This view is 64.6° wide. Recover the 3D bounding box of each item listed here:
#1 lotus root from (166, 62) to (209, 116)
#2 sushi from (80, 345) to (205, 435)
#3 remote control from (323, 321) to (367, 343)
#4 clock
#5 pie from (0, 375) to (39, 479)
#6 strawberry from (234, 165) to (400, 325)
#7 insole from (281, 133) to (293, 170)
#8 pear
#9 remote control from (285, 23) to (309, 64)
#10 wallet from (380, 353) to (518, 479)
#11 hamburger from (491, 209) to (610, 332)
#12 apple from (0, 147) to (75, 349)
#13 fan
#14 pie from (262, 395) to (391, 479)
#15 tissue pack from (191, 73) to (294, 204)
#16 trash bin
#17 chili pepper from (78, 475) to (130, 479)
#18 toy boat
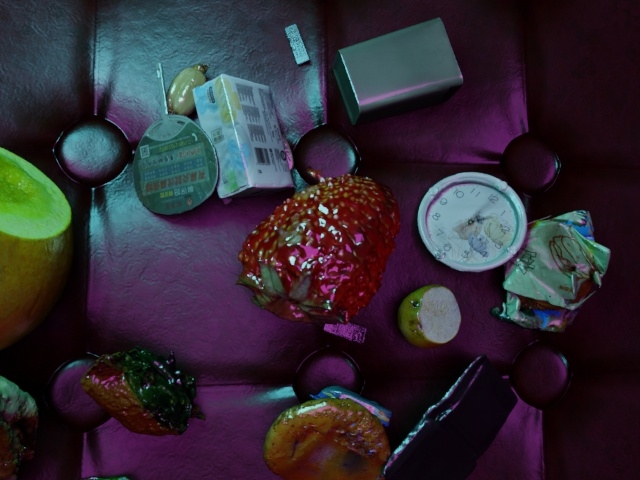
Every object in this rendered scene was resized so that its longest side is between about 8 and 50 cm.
[{"bbox_3d":[-0.286,-0.320,1.083,0.073,0.062,0.150,24,79,17],"label":"lotus root"},{"bbox_3d":[-0.336,0.272,0.972,0.140,0.149,0.287,-15,126,13],"label":"sushi"},{"bbox_3d":[0.054,0.195,1.111,0.096,0.014,0.039,21,82,-7],"label":"remote control"},{"bbox_3d":[0.337,-0.039,1.138,0.237,0.053,0.236,-3,70,7],"label":"clock"},{"bbox_3d":[-0.678,0.312,0.803,0.395,0.418,0.180,-3,42,-8],"label":"pie"},{"bbox_3d":[-0.002,-0.001,1.013,0.292,0.292,0.343,22,64,-6],"label":"strawberry"},{"bbox_3d":[-0.118,-0.233,1.130,0.064,0.004,0.188,-32,90,-11],"label":"insole"},{"bbox_3d":[0.226,0.165,1.097,0.141,0.104,0.141,5,80,-32],"label":"pear"},{"bbox_3d":[-0.053,-0.446,1.154,0.034,0.016,0.091,-20,88,6],"label":"remote control"},{"bbox_3d":[0.284,0.407,1.064,0.323,0.041,0.247,-49,123,-11],"label":"wallet"},{"bbox_3d":[0.521,0.074,1.126,0.261,0.150,0.276,-4,86,-8],"label":"hamburger"},{"bbox_3d":[-0.620,0.010,0.861,0.374,0.374,0.383,-1,85,-9],"label":"apple"},{"bbox_3d":[-0.324,-0.181,1.037,0.223,0.012,0.294,-40,76,24],"label":"fan"},{"bbox_3d":[0.016,0.414,1.003,0.273,0.069,0.273,-1,120,-1],"label":"pie"},{"bbox_3d":[-0.175,-0.201,1.052,0.145,0.159,0.229,-15,89,31],"label":"tissue pack"},{"bbox_3d":[0.166,-0.373,1.131,0.241,0.122,0.164,-17,87,-8],"label":"trash bin"},{"bbox_3d":[-0.458,0.522,0.978,0.216,0.062,0.108,-1,85,-7],"label":"chili pepper"},{"bbox_3d":[0.053,0.370,1.055,0.175,0.091,0.110,25,76,-1],"label":"toy boat"}]
